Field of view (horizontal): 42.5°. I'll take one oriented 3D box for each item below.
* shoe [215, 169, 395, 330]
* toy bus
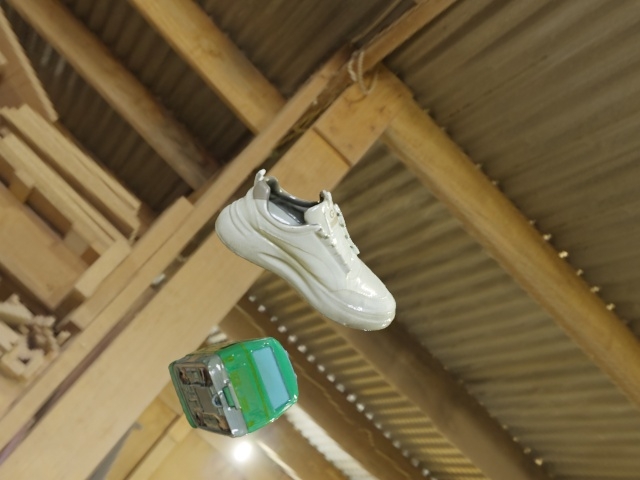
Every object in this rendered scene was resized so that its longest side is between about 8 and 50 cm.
[{"bbox_3d":[0.000,0.000,1.260,0.316,0.124,0.159,29,-58,-1],"label":"shoe"},{"bbox_3d":[-0.190,0.311,1.812,0.343,0.199,0.184,-17,-86,65],"label":"toy bus"}]
